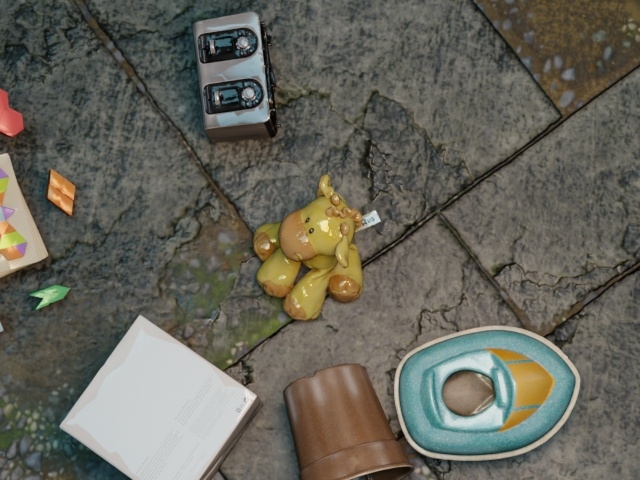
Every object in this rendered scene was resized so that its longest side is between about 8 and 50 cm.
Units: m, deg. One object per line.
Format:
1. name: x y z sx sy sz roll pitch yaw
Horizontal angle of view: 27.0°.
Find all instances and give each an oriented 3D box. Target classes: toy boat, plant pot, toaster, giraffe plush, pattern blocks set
1. toy boat: 0.254 0.276 1.879 0.268 0.148 0.318 -13 77 -2
2. plant pot: 0.028 0.272 1.886 0.167 0.167 0.165 -17 69 -3
3. toaster: -0.123 -0.240 1.992 0.110 0.185 0.168 -6 85 2
4. giraffe plush: 0.000 0.000 1.931 0.210 0.170 0.181 -42 80 -8
5. pattern blocks set: -0.491 -0.032 1.943 0.285 0.026 0.324 -35 103 -25

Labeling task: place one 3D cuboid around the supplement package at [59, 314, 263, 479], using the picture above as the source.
1. supplement package: -0.221 0.249 1.890 0.203 0.149 0.194 34 80 8
